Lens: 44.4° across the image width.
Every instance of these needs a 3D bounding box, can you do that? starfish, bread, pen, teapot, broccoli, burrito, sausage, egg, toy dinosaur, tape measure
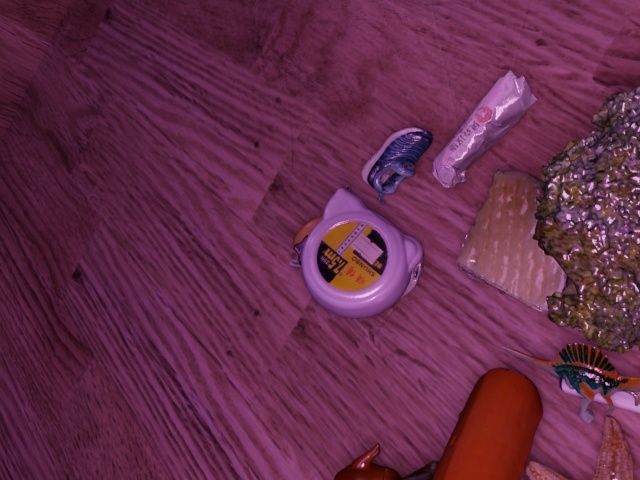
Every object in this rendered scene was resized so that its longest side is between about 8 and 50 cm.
[{"bbox_3d":[0.331,0.333,0.902,0.235,0.062,0.277,-15,58,16],"label":"starfish"},{"bbox_3d":[0.272,0.018,1.103,0.172,0.064,0.232,-31,55,33],"label":"bread"},{"bbox_3d":[0.411,0.200,0.930,0.269,0.033,0.033,10,83,46],"label":"pen"},{"bbox_3d":[0.082,0.379,1.137,0.116,0.116,0.173,-12,93,41],"label":"teapot"},{"bbox_3d":[0.371,-0.013,0.902,0.235,0.260,0.288,38,105,30],"label":"broccoli"},{"bbox_3d":[0.246,-0.165,1.196,0.203,0.064,0.064,-50,48,17],"label":"burrito"},{"bbox_3d":[0.190,0.289,0.950,0.097,0.348,0.094,25,138,12],"label":"sausage"},{"bbox_3d":[0.000,0.000,1.359,0.096,0.080,0.080,-39,52,15],"label":"egg"},{"bbox_3d":[0.315,0.156,0.945,0.187,0.044,0.106,39,147,20],"label":"toy dinosaur"},{"bbox_3d":[0.054,0.033,1.253,0.178,0.105,0.196,-45,71,-5],"label":"tape measure"}]

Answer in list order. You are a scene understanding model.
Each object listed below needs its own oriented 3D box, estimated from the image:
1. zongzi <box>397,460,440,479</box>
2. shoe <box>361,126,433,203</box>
[{"bbox_3d":[0.162,0.482,1.015,0.286,0.134,0.288,43,121,37],"label":"zongzi"},{"bbox_3d":[0.130,-0.128,1.292,0.143,0.064,0.071,-44,49,27],"label":"shoe"}]
